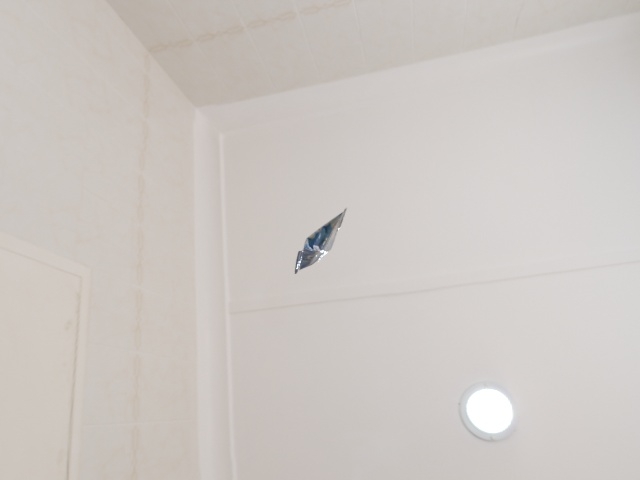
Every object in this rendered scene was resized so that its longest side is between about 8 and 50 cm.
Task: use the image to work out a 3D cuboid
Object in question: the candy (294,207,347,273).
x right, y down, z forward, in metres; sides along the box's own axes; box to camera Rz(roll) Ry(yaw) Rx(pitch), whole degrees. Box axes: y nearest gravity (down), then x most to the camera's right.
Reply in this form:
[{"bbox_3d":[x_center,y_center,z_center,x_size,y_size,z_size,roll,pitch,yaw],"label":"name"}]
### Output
[{"bbox_3d":[0.000,0.001,0.908,0.038,0.088,0.136,37,-119,17],"label":"candy"}]
